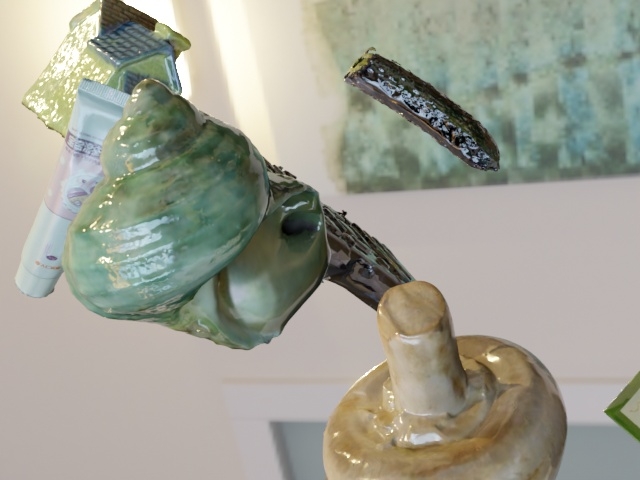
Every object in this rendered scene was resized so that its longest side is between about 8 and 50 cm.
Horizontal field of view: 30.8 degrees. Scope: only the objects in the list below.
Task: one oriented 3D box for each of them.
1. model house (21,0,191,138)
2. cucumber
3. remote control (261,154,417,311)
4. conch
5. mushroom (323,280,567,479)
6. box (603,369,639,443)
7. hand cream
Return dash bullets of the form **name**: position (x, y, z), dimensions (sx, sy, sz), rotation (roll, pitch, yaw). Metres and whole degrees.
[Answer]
- **model house**: position (-0.245, -0.200, 1.519), dimensions (0.195, 0.214, 0.189), rotation (21, -81, -39)
- **cucumber**: position (0.143, -0.174, 1.546), dimensions (0.067, 0.245, 0.067), rotation (-54, -9, -13)
- **remote control**: position (0.000, 0.000, 1.235), dimensions (0.399, 0.062, 0.144), rotation (34, -166, -52)
- **conch**: position (-0.080, -0.009, 0.742), dimensions (0.122, 0.176, 0.188), rotation (61, 167, 27)
- **mushroom**: position (0.093, 0.136, 0.948), dimensions (0.207, 0.207, 0.215), rotation (-64, -38, -51)
- **box**: position (0.390, 0.153, 1.081), dimensions (0.177, 0.148, 0.195), rotation (-50, -28, 4)
- **hand cream**: position (-0.285, -0.056, 1.348), dimensions (0.331, 0.085, 0.058), rotation (-57, 17, 37)
